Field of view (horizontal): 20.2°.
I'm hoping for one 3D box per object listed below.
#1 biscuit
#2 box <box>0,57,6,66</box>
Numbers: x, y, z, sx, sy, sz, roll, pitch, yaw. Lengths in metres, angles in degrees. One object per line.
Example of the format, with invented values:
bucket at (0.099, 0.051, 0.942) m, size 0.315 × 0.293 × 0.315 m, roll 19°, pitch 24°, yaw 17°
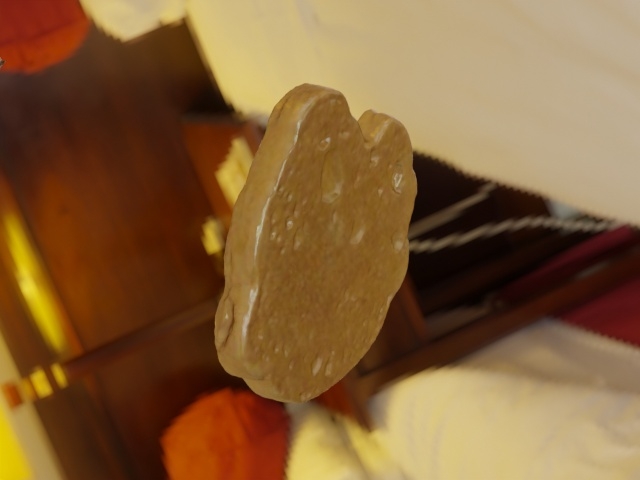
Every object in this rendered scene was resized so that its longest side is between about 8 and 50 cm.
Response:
biscuit at (0.000, 0.000, 1.948) m, size 0.057 × 0.312 × 0.351 m, roll 16°, pitch 107°, yaw 32°
box at (-0.461, -0.190, 1.967) m, size 0.182 × 0.133 × 0.099 m, roll 38°, pitch 137°, yaw -16°
